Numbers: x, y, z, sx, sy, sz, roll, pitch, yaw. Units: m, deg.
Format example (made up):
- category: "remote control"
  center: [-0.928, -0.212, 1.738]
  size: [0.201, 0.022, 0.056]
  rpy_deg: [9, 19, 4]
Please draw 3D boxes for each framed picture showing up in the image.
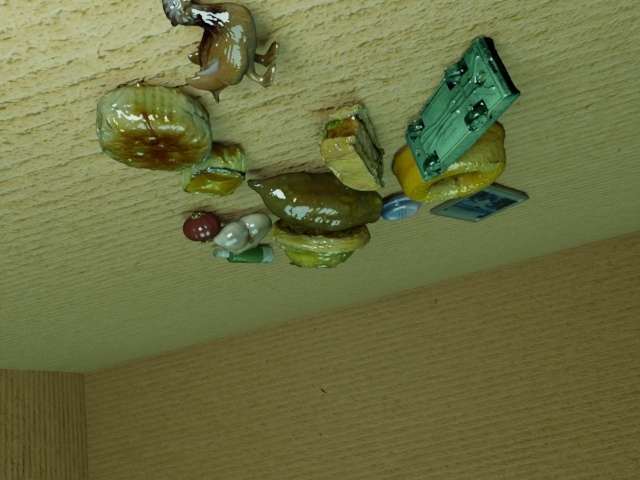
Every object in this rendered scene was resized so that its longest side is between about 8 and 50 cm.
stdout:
- category: "framed picture"
  center: [0.571, -0.130, 1.677]
  size: [0.314, 0.024, 0.232]
  rpy_deg: [7, 154, -42]

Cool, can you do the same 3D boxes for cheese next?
- category: "cheese"
  center: [0.221, -0.098, 1.495]
  size: [0.244, 0.052, 0.135]
  rpy_deg: [-15, 158, 8]

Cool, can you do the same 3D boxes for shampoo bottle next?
- category: "shampoo bottle"
  center: [-0.255, 0.045, 1.566]
  size: [0.204, 0.065, 0.065]
  rpy_deg: [3, 155, -39]

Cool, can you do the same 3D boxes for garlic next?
- category: "garlic"
  center: [-0.220, -0.026, 1.337]
  size: [0.174, 0.099, 0.124]
  rpy_deg: [-29, 174, -13]

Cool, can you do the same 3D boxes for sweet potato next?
- category: "sweet potato"
  center: [-0.009, -0.098, 1.195]
  size: [0.369, 0.158, 0.158]
  rpy_deg: [-2, 158, -30]

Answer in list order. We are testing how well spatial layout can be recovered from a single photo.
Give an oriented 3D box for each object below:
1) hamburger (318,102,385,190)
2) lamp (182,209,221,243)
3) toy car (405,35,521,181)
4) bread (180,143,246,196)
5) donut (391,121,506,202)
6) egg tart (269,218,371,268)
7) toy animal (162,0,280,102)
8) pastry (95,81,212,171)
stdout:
- category: "hamburger"
  center: [0.069, -0.199, 1.037]
  size: [0.130, 0.124, 0.262]
  rpy_deg: [-1, 162, 22]
- category: "lamp"
  center: [-0.316, -0.036, 1.256]
  size: [0.101, 0.090, 0.101]
  rpy_deg: [-13, -165, 4]
- category: "toy car"
  center: [0.284, -0.251, 0.976]
  size: [0.097, 0.142, 0.321]
  rpy_deg: [-13, 162, -20]
- category: "bread"
  center: [-0.235, -0.150, 1.021]
  size: [0.127, 0.069, 0.140]
  rpy_deg: [0, 160, -31]
- category: "donut"
  center: [0.344, -0.191, 1.232]
  size: [0.302, 0.110, 0.303]
  rpy_deg: [-11, 161, -4]
- category: "egg tart"
  center: [0.000, 0.000, 1.333]
  size: [0.290, 0.116, 0.290]
  rpy_deg: [0, -159, 0]
- category: "toy animal"
  center: [-0.160, -0.279, 0.705]
  size: [0.179, 0.089, 0.188]
  rpy_deg: [14, 149, -28]
- category: "pastry"
  center: [-0.289, -0.193, 0.827]
  size: [0.192, 0.093, 0.182]
  rpy_deg: [-1, 158, -22]
